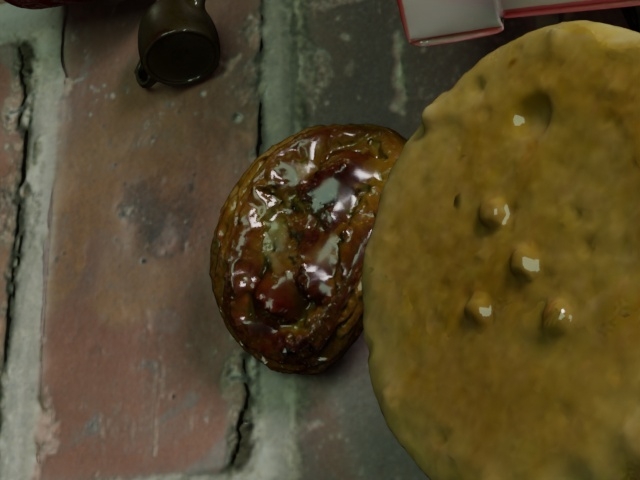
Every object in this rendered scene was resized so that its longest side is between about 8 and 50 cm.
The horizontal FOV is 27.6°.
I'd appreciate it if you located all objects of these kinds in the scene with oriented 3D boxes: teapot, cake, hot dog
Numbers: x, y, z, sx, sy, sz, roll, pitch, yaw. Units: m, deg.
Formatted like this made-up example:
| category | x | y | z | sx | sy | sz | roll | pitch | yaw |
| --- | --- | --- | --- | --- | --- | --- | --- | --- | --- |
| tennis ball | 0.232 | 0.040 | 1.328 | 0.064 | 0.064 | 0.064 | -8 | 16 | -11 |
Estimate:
| category | x | y | z | sx | sy | sz | roll | pitch | yaw |
| --- | --- | --- | --- | --- | --- | --- | --- | --- | --- |
| teapot | -0.140 | -0.191 | 1.234 | 0.121 | 0.076 | 0.068 | -44 | 45 | 34 |
| cake | 0.239 | 0.042 | 0.879 | 0.332 | 0.321 | 0.332 | -21 | 62 | 46 |
| hot dog | -0.001 | 0.000 | 1.089 | 0.161 | 0.099 | 0.226 | 16 | 78 | 26 |

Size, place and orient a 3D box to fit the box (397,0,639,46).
| category | x | y | z | sx | sy | sz | roll | pitch | yaw |
| --- | --- | --- | --- | --- | --- | --- | --- | --- | --- |
| box | 0.195 | -0.372 | 0.987 | 0.300 | 0.314 | 0.312 | -3 | 39 | 17 |

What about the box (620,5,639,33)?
| category | x | y | z | sx | sy | sz | roll | pitch | yaw |
| --- | --- | --- | --- | --- | --- | --- | --- | --- | --- |
| box | 0.276 | -0.216 | 1.087 | 0.060 | 0.063 | 0.084 | -20 | 63 | 10 |

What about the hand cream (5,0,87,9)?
| category | x | y | z | sx | sy | sz | roll | pitch | yaw |
| --- | --- | --- | --- | --- | --- | --- | --- | --- | --- |
| hand cream | -0.244 | -0.337 | 1.245 | 0.149 | 0.230 | 0.230 | -9 | 66 | 20 |
